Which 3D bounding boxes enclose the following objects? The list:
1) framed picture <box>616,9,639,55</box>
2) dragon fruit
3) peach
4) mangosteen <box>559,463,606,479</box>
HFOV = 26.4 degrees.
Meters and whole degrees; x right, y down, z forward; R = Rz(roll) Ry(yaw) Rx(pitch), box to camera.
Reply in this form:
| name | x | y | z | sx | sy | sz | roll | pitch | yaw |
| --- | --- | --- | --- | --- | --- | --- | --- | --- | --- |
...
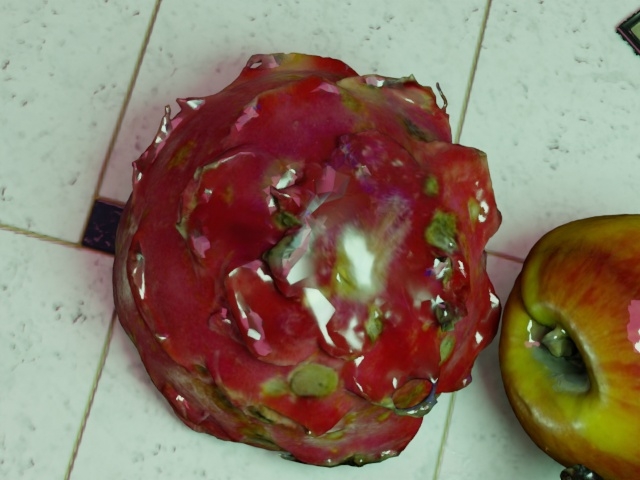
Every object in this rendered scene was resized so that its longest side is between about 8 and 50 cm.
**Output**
| name | x | y | z | sx | sy | sz | roll | pitch | yaw |
| --- | --- | --- | --- | --- | --- | --- | --- | --- | --- |
| framed picture | 0.443 | -0.204 | 1.448 | 0.199 | 0.010 | 0.195 | -37 | 81 | -16 |
| dragon fruit | 0.000 | 0.000 | 1.217 | 0.371 | 0.249 | 0.386 | 37 | 74 | 0 |
| peach | 0.295 | 0.097 | 1.221 | 0.281 | 0.238 | 0.281 | 20 | 40 | -18 |
| mangosteen | 0.138 | 0.361 | 1.088 | 0.330 | 0.330 | 0.330 | 2 | 73 | -7 |
